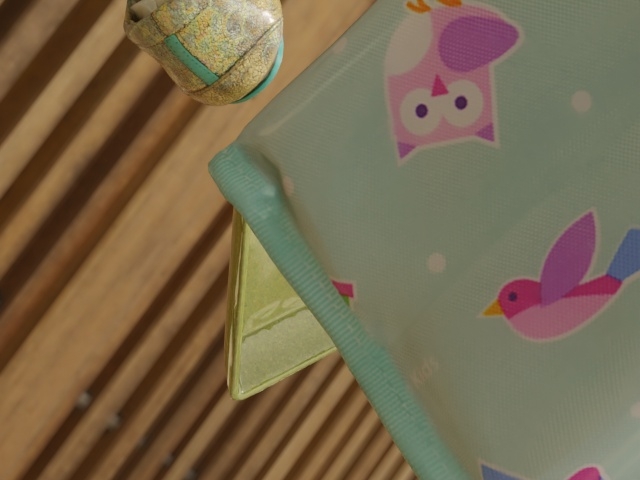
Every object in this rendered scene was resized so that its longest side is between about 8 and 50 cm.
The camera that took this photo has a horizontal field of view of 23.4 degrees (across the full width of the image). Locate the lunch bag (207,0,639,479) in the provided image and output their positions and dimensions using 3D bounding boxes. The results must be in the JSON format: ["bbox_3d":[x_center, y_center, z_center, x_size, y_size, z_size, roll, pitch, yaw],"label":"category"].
[{"bbox_3d":[0.131,-0.033,0.461,0.160,0.223,0.262,54,20,19],"label":"lunch bag"}]

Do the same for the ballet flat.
[{"bbox_3d":[-0.102,-0.245,1.096,0.123,0.123,0.349,44,26,-46],"label":"ballet flat"}]

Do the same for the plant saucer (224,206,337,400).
[{"bbox_3d":[0.000,0.000,1.101,0.045,0.188,0.188,36,-45,35],"label":"plant saucer"}]
